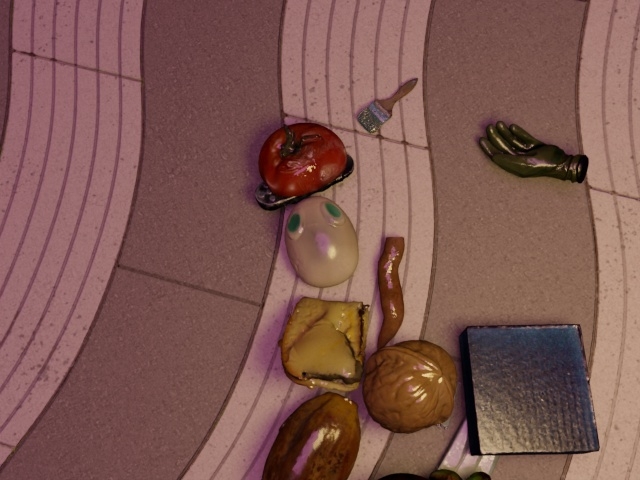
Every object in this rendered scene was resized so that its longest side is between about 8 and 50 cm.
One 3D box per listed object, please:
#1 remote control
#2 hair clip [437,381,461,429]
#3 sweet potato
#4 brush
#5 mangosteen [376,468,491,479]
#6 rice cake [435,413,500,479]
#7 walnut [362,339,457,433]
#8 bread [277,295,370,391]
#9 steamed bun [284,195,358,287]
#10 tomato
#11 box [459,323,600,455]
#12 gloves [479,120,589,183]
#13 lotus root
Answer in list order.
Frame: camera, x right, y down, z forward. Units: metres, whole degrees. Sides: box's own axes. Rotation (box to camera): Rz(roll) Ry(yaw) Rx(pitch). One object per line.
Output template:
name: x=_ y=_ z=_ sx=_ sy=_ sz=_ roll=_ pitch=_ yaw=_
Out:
remote control: x=-0.037 y=-0.145 z=1.644 sx=0.265 sy=0.066 sz=0.090 roll=-22 pitch=68 yaw=-5
hair clip: x=0.305 y=0.387 z=1.523 sx=0.030 sy=0.039 sz=0.115 roll=17 pitch=78 yaw=2
sweet potato: x=0.171 y=0.130 z=1.573 sx=0.067 sy=0.059 sz=0.281 roll=-1 pitch=78 yaw=14
brush: x=0.184 y=-0.360 z=1.687 sx=0.196 sy=0.021 sz=0.070 roll=-42 pitch=81 yaw=-5
mangosteen: x=0.223 y=0.620 z=1.345 sx=0.359 sy=0.306 sz=0.306 roll=-34 pitch=78 yaw=1
rice cake: x=0.358 y=0.481 z=1.500 sx=0.124 sy=0.038 sz=0.211 roll=25 pitch=81 yaw=9
walnut: x=0.203 y=0.325 z=1.447 sx=0.227 sy=0.228 sz=0.228 roll=-1 pitch=79 yaw=4
bread: x=0.007 y=0.255 z=1.512 sx=0.204 sy=0.163 sz=0.262 roll=9 pitch=38 yaw=7
steamed bun: x=0.000 y=0.000 z=1.576 sx=0.177 sy=0.131 sz=0.228 roll=-13 pitch=80 yaw=4
tomato: x=-0.053 y=-0.215 z=1.594 sx=0.227 sy=0.101 sz=0.228 roll=-7 pitch=55 yaw=10
box: x=0.461 y=0.336 z=1.459 sx=0.261 sy=0.116 sz=0.279 roll=-1 pitch=69 yaw=1
gloves: x=0.516 y=-0.205 z=1.585 sx=0.268 sy=0.107 sz=0.135 roll=28 pitch=51 yaw=21
lotus root: x=-0.018 y=0.480 z=1.471 sx=0.193 sy=0.193 sz=0.291 roll=27 pitch=85 yaw=9
